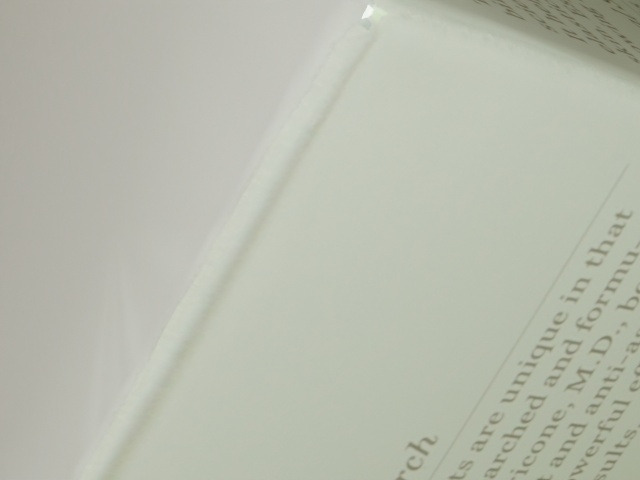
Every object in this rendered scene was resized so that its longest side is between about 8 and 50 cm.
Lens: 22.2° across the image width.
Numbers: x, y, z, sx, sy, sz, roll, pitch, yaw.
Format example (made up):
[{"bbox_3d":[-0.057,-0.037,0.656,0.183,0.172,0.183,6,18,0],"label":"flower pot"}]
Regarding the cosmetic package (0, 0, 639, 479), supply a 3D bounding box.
[{"bbox_3d":[0.000,0.000,0.732,0.393,0.329,0.327,12,117,-41],"label":"cosmetic package"}]
